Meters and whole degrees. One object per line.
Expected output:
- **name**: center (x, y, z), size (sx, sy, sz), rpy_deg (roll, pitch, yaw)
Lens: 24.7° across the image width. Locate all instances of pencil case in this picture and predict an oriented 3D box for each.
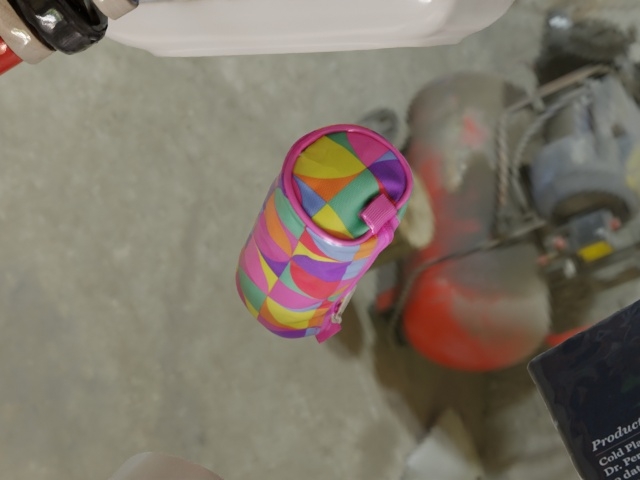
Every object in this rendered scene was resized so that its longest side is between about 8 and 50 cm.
- **pencil case**: center (0.000, 0.000, 1.111), size (0.104, 0.236, 0.104), rpy_deg (3, 68, -9)

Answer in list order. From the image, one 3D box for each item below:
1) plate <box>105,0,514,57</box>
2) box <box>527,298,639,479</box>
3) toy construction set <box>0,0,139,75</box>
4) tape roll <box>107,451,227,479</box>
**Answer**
- **plate**: center (-0.006, -0.166, 1.112), size (0.278, 0.277, 0.045), rpy_deg (-26, 116, -71)
- **box**: center (0.463, 0.330, 1.304), size (0.480, 0.297, 0.472), rpy_deg (56, 10, -30)
- **toy construction set**: center (-0.222, -0.233, 0.766), size (0.237, 0.309, 0.257), rpy_deg (47, 43, -39)
- **tape roll**: center (-0.116, 0.307, 1.114), size (0.169, 0.246, 0.246), rpy_deg (-46, 110, -34)
